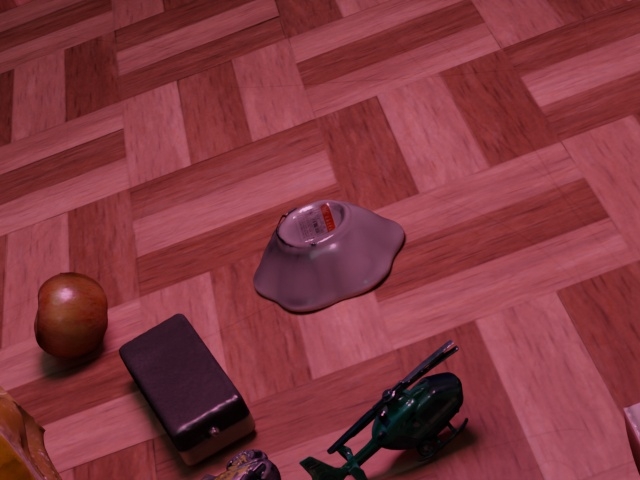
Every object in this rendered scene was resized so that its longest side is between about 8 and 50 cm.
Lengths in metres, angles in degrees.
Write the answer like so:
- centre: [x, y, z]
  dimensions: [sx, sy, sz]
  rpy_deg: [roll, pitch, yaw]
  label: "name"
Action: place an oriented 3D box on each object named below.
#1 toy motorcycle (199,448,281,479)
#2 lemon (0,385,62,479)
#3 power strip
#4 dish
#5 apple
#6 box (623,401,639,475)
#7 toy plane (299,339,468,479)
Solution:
- centre: [-0.104, 0.309, 1.707]
  dimensions: [0.124, 0.061, 0.193]
  rpy_deg: [1, 30, 42]
  label: "toy motorcycle"
- centre: [-0.469, 0.308, 1.672]
  dimensions: [0.364, 0.364, 0.364]
  rpy_deg: [-15, 33, 10]
  label: "lemon"
- centre: [-0.175, 0.194, 1.909]
  dimensions: [0.105, 0.070, 0.256]
  rpy_deg: [-31, 32, -9]
  label: "power strip"
- centre: [0.000, 0.000, 2.075]
  dimensions: [0.229, 0.081, 0.229]
  rpy_deg: [-15, 33, 10]
  label: "dish"
- centre: [-0.356, 0.109, 2.089]
  dimensions: [0.102, 0.126, 0.126]
  rpy_deg: [5, 30, -13]
  label: "apple"
- centre: [0.528, 0.243, 1.379]
  dimensions: [0.385, 0.122, 0.344]
  rpy_deg: [-19, 33, 4]
  label: "box"
- centre: [0.087, 0.218, 1.702]
  dimensions: [0.235, 0.096, 0.060]
  rpy_deg: [-42, 31, 2]
  label: "toy plane"
